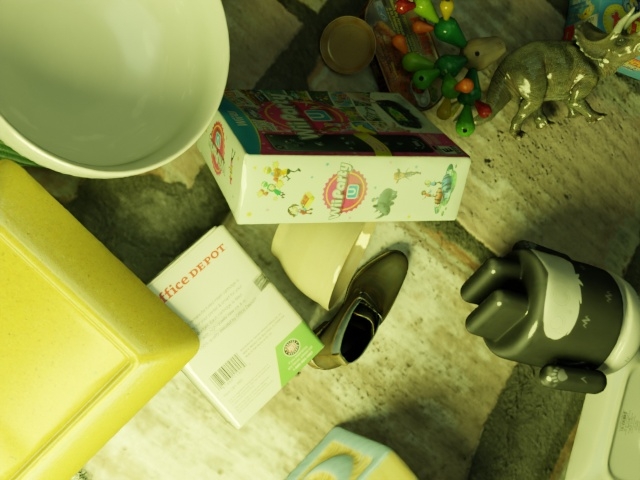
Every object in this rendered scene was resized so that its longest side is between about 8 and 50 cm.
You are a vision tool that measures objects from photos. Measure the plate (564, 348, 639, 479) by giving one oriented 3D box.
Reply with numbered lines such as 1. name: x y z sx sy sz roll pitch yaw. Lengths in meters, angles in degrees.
1. plate: 0.557 0.322 1.366 0.278 0.045 0.277 22 79 -18

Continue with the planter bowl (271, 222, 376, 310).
1. planter bowl: 0.000 0.000 1.123 0.109 0.162 0.162 26 76 10

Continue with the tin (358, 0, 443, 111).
1. tin: 0.125 -0.286 1.244 0.106 0.040 0.190 -22 95 -17

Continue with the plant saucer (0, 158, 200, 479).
1. plant saucer: -0.366 0.133 0.945 0.333 0.081 0.333 -45 101 -2

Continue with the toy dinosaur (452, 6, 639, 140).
1. toy dinosaur: 0.357 -0.255 1.290 0.313 0.121 0.160 -12 105 12

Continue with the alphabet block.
1. alphabet block: 0.051 0.395 1.084 0.193 0.192 0.197 -43 102 -17

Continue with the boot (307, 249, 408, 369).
1. boot: 0.073 0.100 1.157 0.082 0.106 0.219 43 73 -13

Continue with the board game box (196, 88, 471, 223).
1. board game box: 0.010 -0.117 1.083 0.303 0.224 0.098 -3 121 -22

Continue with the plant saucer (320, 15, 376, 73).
1. plant saucer: 0.041 -0.288 1.206 0.083 0.015 0.084 2 100 9

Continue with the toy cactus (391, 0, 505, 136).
1. toy cactus: 0.208 -0.273 1.214 0.180 0.112 0.219 -27 88 -31

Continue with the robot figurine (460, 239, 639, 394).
1. robot figurine: 0.351 0.112 1.234 0.278 0.173 0.209 14 88 -20

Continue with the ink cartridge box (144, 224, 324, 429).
1. ink cartridge box: -0.130 0.111 1.083 0.160 0.092 0.219 -42 101 -17

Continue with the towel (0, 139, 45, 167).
1. towel: -0.451 -0.216 0.976 0.324 0.038 0.248 5 84 -34

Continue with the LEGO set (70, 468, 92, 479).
1. LEGO set: -0.320 0.303 1.031 0.083 0.023 0.054 5 85 -21

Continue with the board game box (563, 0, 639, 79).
1. board game box: 0.585 -0.434 1.409 0.308 0.086 0.302 14 81 -20

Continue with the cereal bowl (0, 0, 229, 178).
1. cereal bowl: -0.285 -0.238 0.982 0.338 0.141 0.339 4 84 -38
